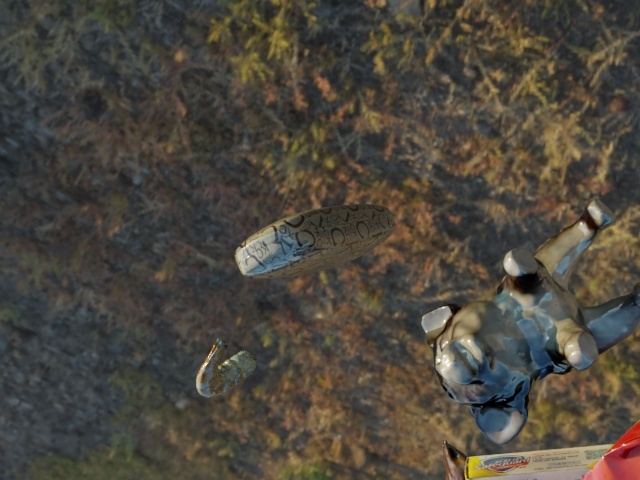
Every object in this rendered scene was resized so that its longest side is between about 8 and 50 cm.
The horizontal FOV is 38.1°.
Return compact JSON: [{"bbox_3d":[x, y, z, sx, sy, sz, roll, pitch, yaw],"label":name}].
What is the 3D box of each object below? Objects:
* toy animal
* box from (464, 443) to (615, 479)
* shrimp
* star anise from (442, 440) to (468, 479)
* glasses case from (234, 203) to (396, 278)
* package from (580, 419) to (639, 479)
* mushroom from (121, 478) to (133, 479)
[{"bbox_3d":[0.250,0.126,1.180,0.194,0.344,0.302,55,128,16],"label":"toy animal"},{"bbox_3d":[0.383,0.441,1.546,0.265,0.097,0.168,-9,100,12],"label":"box"},{"bbox_3d":[-0.177,0.227,1.781,0.049,0.161,0.166,35,136,26],"label":"shrimp"},{"bbox_3d":[0.279,0.536,1.777,0.148,0.238,0.346,44,147,50],"label":"star anise"},{"bbox_3d":[0.000,0.000,1.477,0.137,0.085,0.355,-28,170,30],"label":"glasses case"},{"bbox_3d":[0.429,0.351,1.270,0.123,0.196,0.423,47,127,26],"label":"package"},{"bbox_3d":[-0.286,0.565,1.579,0.397,0.224,0.313,-22,87,48],"label":"mushroom"}]
